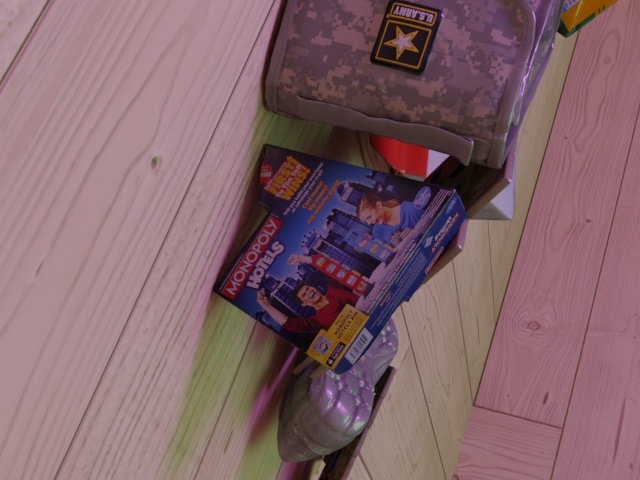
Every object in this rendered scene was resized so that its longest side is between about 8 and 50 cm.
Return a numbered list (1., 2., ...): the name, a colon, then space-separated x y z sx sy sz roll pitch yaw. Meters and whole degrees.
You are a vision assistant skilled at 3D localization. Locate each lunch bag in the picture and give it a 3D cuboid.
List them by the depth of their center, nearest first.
1. lunch bag: 0.102 -0.201 0.956 0.169 0.235 0.287 91 20 -47

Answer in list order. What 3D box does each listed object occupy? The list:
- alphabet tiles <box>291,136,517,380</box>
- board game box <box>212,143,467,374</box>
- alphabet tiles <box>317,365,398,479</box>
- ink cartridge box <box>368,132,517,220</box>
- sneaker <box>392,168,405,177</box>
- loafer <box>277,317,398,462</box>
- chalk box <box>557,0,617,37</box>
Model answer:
1. alphabet tiles: 0.092 0.004 1.064 0.342 0.011 0.285 -45 -170 31
2. board game box: 0.000 0.000 0.909 0.194 0.194 0.060 -54 151 -9
3. alphabet tiles: 0.031 0.267 1.276 0.237 0.009 0.198 -64 -177 -6
4. ink cartridge box: 0.180 -0.217 1.286 0.385 0.091 0.308 28 66 -63
5. sneaker: 0.145 -0.126 1.406 0.064 0.067 0.175 4 99 -73
6. loafer: 0.017 0.153 1.178 0.111 0.112 0.319 -41 -175 24
7. chalk box: 0.277 -0.406 1.204 0.180 0.179 0.289 50 7 -28
